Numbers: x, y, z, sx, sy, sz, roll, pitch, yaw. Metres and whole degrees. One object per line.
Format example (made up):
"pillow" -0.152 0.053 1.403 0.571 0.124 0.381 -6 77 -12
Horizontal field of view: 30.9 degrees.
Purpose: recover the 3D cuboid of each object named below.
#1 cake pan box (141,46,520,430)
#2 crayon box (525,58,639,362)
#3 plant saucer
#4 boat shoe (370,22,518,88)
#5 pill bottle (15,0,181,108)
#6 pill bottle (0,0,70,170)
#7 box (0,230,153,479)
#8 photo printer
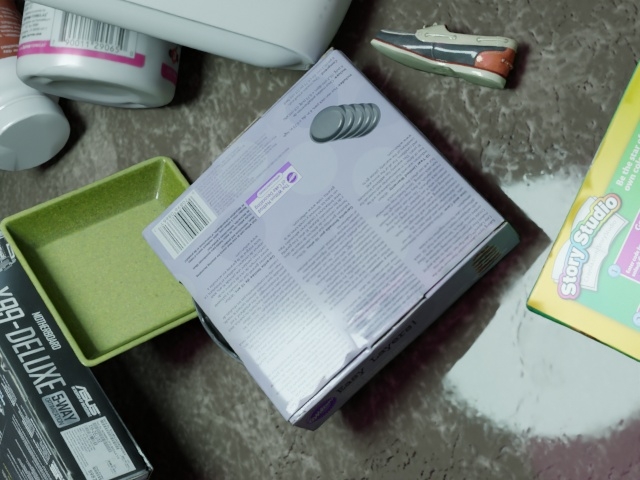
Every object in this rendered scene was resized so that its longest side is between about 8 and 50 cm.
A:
"cake pan box" 0.000 0.000 1.035 0.267 0.070 0.246 -44 61 3
"crayon box" 0.296 -0.035 0.890 0.165 0.081 0.278 28 97 31
"plant saucer" -0.188 0.024 1.136 0.188 0.188 0.045 53 153 25
"boat shoe" 0.110 -0.172 1.038 0.137 0.049 0.043 19 89 29
"pill bottle" -0.209 -0.287 1.175 0.160 0.160 0.283 5 84 31
"pill bottle" -0.361 -0.185 1.270 0.121 0.121 0.216 -43 64 18
"box" -0.297 0.181 1.143 0.307 0.077 0.242 52 138 26
"photo printer" -0.105 -0.303 1.064 0.107 0.308 0.256 169 115 -74
